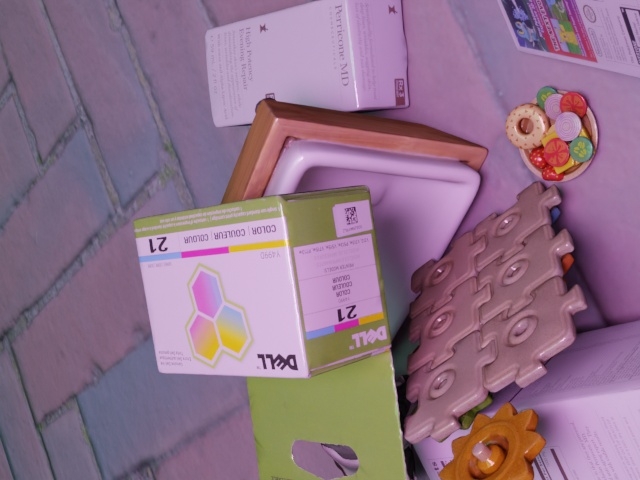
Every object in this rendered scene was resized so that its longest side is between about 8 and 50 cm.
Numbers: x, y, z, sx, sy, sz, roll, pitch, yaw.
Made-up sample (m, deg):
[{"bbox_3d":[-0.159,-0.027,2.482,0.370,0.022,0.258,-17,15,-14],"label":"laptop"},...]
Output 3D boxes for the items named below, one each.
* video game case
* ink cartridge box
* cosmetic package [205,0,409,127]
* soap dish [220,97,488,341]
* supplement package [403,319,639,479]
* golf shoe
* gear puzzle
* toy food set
[{"bbox_3d":[0.181,-0.217,0.690,0.183,0.023,0.201,33,160,55],"label":"video game case"},{"bbox_3d":[-0.039,0.095,0.723,0.189,0.097,0.255,-7,92,45],"label":"ink cartridge box"},{"bbox_3d":[-0.020,-0.186,0.978,0.231,0.086,0.117,-1,97,48],"label":"cosmetic package"},{"bbox_3d":[0.000,0.000,0.902,0.290,0.229,0.118,-64,37,33],"label":"soap dish"},{"bbox_3d":[0.215,0.159,0.738,0.244,0.139,0.133,-22,96,47],"label":"supplement package"},{"bbox_3d":[0.061,0.202,0.899,0.120,0.105,0.273,60,174,7],"label":"golf shoe"},{"bbox_3d":[0.142,0.082,0.722,0.044,0.339,0.175,42,117,-17],"label":"gear puzzle"},{"bbox_3d":[0.205,-0.093,0.803,0.083,0.020,0.083,-35,72,44],"label":"toy food set"}]
